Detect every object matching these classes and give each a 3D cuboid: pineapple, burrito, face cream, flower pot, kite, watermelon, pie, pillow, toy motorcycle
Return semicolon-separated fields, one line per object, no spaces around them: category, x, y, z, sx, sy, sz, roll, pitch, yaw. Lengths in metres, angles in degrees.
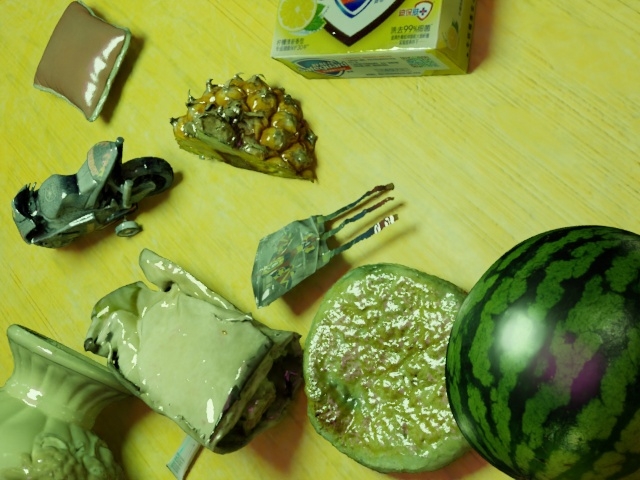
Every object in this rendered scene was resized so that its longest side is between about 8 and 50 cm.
pineapple;-0.128;-0.187;1.307;0.249;0.164;0.140;16;83;38
burrito;-0.181;0.152;1.292;0.332;0.135;0.190;27;82;37
face cream;-0.191;0.300;1.342;0.038;0.020;0.115;40;105;31
flower pot;-0.413;0.275;1.344;0.307;0.307;0.244;17;78;34
kite;-0.001;-0.001;1.247;0.245;0.015;0.141;-28;42;22
watermelon;0.270;0.125;0.915;0.285;0.285;0.285;-6;78;32
pie;0.098;0.158;1.151;0.277;0.078;0.277;-4;82;28
pillow;-0.398;-0.305;1.551;0.179;0.075;0.171;33;100;33
toy motorcycle;-0.376;-0.062;1.437;0.307;0.173;0.108;-28;66;28

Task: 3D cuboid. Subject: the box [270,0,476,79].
box;0.071;-0.312;1.230;0.265;0.097;0.168;7;86;34
